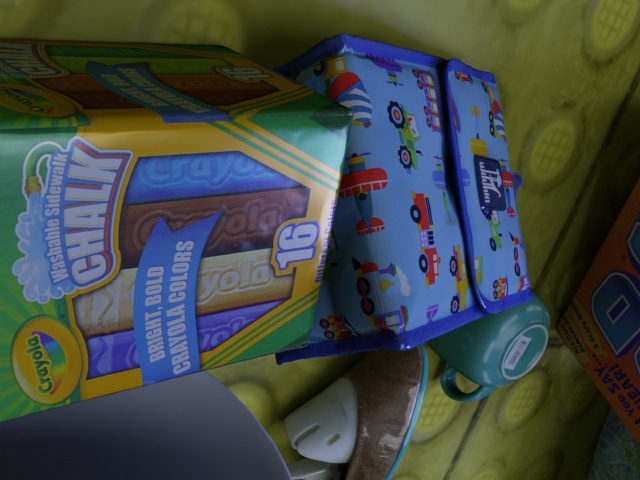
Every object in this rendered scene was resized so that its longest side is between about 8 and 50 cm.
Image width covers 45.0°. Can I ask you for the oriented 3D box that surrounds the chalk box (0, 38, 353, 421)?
[{"bbox_3d":[-0.156,-0.021,0.483,0.288,0.180,0.179,-8,121,-36],"label":"chalk box"}]

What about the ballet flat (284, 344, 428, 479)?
[{"bbox_3d":[0.007,0.248,0.845,0.124,0.116,0.342,10,114,-22],"label":"ballet flat"}]

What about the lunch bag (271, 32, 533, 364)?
[{"bbox_3d":[0.085,-0.036,0.663,0.293,0.138,0.221,-8,86,-47],"label":"lunch bag"}]

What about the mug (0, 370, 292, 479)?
[{"bbox_3d":[-0.249,0.248,0.517,0.374,0.276,0.328,18,112,-38],"label":"mug"}]

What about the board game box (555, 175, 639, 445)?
[{"bbox_3d":[0.579,0.093,0.919,0.356,0.356,0.357,-6,134,-22],"label":"board game box"}]

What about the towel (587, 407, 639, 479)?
[{"bbox_3d":[0.516,0.388,1.170,0.090,0.374,0.321,9,114,-3],"label":"towel"}]

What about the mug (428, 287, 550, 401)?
[{"bbox_3d":[0.207,0.116,0.913,0.129,0.097,0.158,-30,131,-21],"label":"mug"}]
